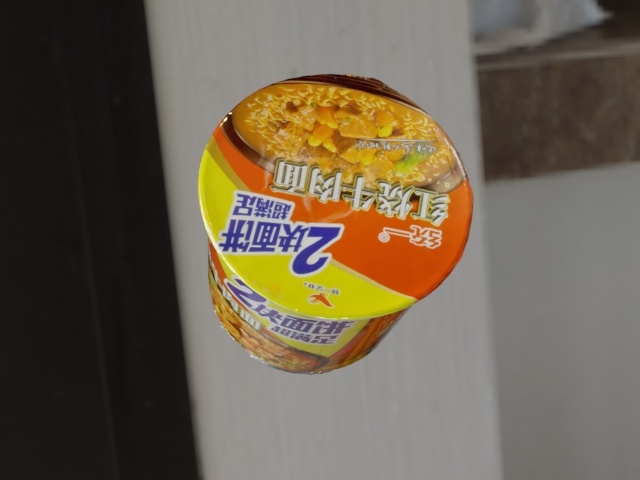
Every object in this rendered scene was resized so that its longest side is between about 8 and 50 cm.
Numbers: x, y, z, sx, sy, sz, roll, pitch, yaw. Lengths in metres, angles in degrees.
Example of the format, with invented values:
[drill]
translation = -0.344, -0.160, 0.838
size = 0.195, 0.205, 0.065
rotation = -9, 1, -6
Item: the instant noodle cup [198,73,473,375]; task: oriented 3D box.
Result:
[instant noodle cup]
translation = 0.000, 0.000, 1.366
size = 0.213, 0.213, 0.174
rotation = -9, -24, -14
